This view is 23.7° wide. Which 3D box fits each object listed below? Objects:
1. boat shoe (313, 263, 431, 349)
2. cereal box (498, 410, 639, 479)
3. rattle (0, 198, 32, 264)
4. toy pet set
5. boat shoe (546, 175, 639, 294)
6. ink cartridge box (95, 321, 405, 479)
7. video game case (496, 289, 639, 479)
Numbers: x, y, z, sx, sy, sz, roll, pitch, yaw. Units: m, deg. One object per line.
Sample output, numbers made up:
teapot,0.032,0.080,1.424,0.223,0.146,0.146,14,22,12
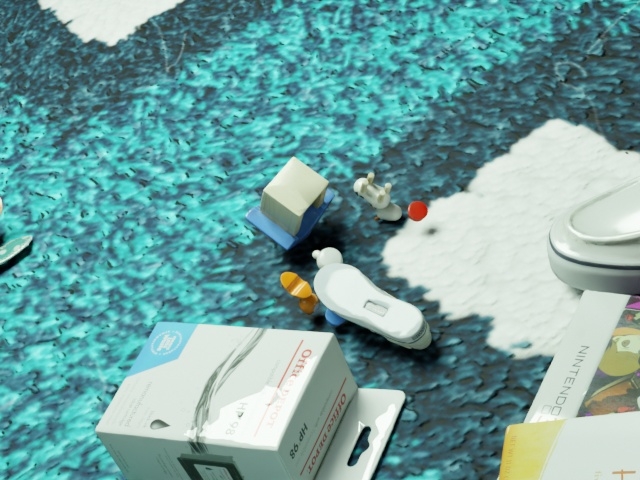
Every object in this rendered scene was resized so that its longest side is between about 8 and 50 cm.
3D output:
boat shoe,0.038,0.049,1.074,0.100,0.035,0.035,25,74,35
cereal box,0.171,0.167,0.737,0.240,0.047,0.173,-18,55,54
rattle,-0.330,0.059,1.256,0.130,0.142,0.199,18,30,0
toy pet set,0.000,0.000,1.149,0.114,0.065,0.122,37,66,9
boat shoe,0.276,-0.038,1.008,0.268,0.088,0.096,-11,41,15
ink cartridge box,-0.046,0.114,1.023,0.180,0.060,0.104,2,45,28
video game case,0.228,0.127,0.883,0.232,0.042,0.210,7,49,33
